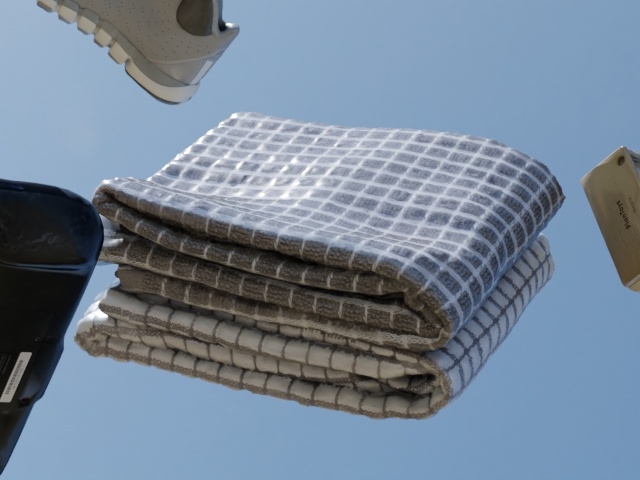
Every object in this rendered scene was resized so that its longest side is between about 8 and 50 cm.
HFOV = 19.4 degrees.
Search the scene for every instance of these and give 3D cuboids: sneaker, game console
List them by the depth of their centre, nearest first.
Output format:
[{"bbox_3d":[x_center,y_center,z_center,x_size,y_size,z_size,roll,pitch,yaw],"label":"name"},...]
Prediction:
[{"bbox_3d":[-0.178,0.099,0.833,0.361,0.213,0.044,-60,-138,41],"label":"game console"},{"bbox_3d":[-0.163,-0.231,1.594,0.228,0.086,0.132,39,-67,-19],"label":"sneaker"}]

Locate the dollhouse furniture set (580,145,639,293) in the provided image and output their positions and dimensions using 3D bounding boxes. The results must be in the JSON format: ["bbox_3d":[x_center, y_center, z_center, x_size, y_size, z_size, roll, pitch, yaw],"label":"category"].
[{"bbox_3d":[0.332,-0.054,1.299,0.242,0.161,0.212,-41,-132,31],"label":"dollhouse furniture set"}]

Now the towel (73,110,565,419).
[{"bbox_3d":[0.000,0.000,1.277,0.283,0.235,0.121,12,-61,20],"label":"towel"}]
